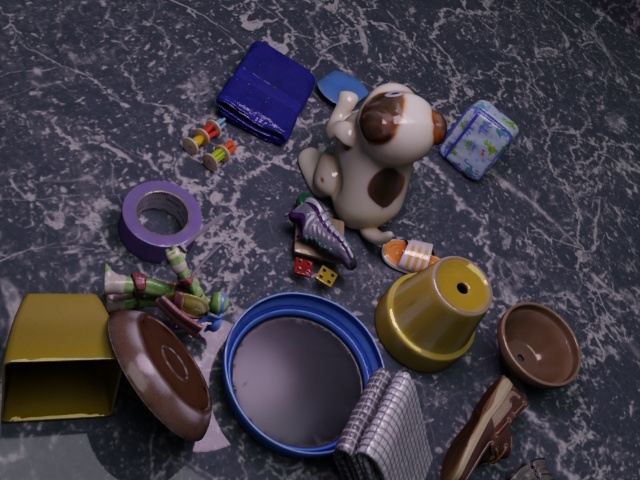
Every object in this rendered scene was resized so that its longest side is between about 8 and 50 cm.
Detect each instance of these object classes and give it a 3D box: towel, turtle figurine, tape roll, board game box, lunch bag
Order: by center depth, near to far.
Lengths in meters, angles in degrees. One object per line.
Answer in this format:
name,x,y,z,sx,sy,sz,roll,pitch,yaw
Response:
towel,0.136,0.448,1.584,0.121,0.283,0.235,2,37,28
turtle figurine,-0.338,0.072,1.654,0.266,0.198,0.274,1,93,-12
tape roll,-0.385,-0.045,1.787,0.189,0.080,0.189,12,53,-17
towel,-0.155,-0.425,2.157,0.228,0.076,0.308,31,50,-11
lunch bag,0.472,-0.303,2.254,0.176,0.219,0.090,42,45,6
board game box,0.063,-0.457,2.297,0.133,0.033,0.168,36,46,9

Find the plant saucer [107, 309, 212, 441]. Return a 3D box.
plant saucer,-0.308,0.258,1.495,0.050,0.310,0.310,-34,72,4

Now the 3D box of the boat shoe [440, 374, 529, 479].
boat shoe,0.405,0.470,1.770,0.123,0.123,0.342,40,45,7

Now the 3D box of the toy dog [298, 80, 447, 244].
toy dog,0.142,-0.230,1.935,0.285,0.408,0.395,8,55,-19

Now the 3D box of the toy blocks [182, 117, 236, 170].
toy blocks,-0.278,-0.266,2.000,0.123,0.054,0.148,39,51,5

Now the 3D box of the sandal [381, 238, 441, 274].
sandal,0.296,0.052,2.026,0.265,0.076,0.102,22,52,-9

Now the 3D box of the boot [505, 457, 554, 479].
boot,0.483,0.619,1.739,0.246,0.083,0.161,-17,60,-38

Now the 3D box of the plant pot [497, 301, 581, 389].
plant pot,0.554,0.289,1.960,0.237,0.110,0.237,11,55,-17

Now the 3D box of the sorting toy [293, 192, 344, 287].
sorting toy,-0.009,0.007,1.940,0.132,0.046,0.274,14,53,-15

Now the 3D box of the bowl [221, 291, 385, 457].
bowl,-0.040,0.306,1.706,0.391,0.077,0.391,12,55,-17

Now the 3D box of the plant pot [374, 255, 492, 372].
plant pot,0.296,0.167,1.846,0.254,0.239,0.254,12,55,-17

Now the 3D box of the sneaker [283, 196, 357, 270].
sneaker,0.000,0.000,1.886,0.098,0.083,0.223,-31,71,-12

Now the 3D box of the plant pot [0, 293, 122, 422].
plant pot,-0.516,0.220,1.482,0.212,0.212,0.187,2,47,-22
